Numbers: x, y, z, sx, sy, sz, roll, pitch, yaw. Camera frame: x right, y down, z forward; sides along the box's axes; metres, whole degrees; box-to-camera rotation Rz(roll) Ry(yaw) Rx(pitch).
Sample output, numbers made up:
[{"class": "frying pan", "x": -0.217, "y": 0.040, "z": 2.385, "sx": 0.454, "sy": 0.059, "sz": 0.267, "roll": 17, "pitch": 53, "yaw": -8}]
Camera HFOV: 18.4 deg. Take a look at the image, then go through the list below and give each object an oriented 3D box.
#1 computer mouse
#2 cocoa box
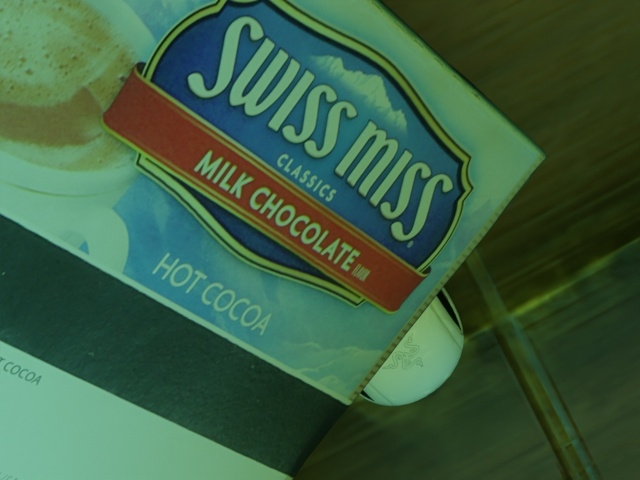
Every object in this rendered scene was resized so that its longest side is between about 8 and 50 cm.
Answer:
[{"class": "computer mouse", "x": 0.000, "y": 0.000, "z": 0.911, "sx": 0.106, "sy": 0.042, "sz": 0.193, "roll": -41, "pitch": 103, "yaw": 1}, {"class": "cocoa box", "x": -0.127, "y": -0.063, "z": 0.708, "sx": 0.228, "sy": 0.231, "sz": 0.347, "roll": -51, "pitch": 142, "yaw": 3}]
